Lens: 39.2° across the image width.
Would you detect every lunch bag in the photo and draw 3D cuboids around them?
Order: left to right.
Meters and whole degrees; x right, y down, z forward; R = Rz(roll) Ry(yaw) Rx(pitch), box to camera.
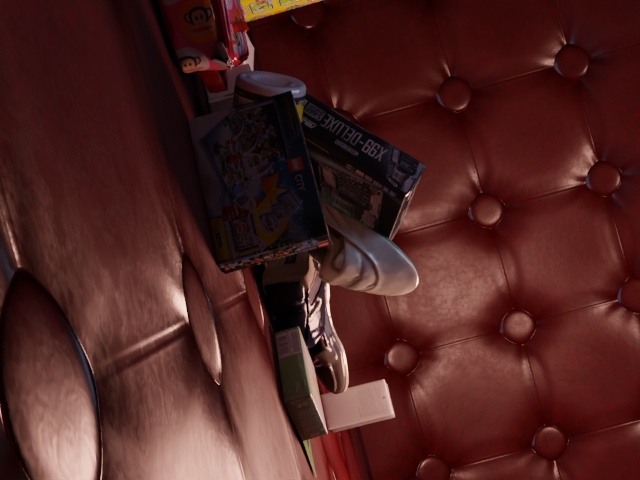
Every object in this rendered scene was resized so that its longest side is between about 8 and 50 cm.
[{"bbox_3d":[-0.186,-0.363,1.425,0.293,0.120,0.258,-92,171,-76],"label":"lunch bag"}]

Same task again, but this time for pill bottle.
[{"bbox_3d":[-0.095,-0.168,1.500,0.119,0.119,0.209,-100,-162,-66],"label":"pill bottle"}]

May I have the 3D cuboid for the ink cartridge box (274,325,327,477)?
[{"bbox_3d":[-0.025,0.300,1.660,0.171,0.056,0.235,-104,175,-50],"label":"ink cartridge box"}]

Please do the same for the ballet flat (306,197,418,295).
[{"bbox_3d":[0.000,0.000,1.657,0.400,0.139,0.139,39,8,-7],"label":"ballet flat"}]

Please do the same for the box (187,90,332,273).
[{"bbox_3d":[-0.088,-0.085,1.278,0.044,0.159,0.233,69,6,-70],"label":"box"}]

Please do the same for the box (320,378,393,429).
[{"bbox_3d":[0.096,0.423,2.288,0.130,0.170,0.091,67,9,-74],"label":"box"}]

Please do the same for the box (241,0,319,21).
[{"bbox_3d":[-0.157,-0.682,2.071,0.177,0.279,0.290,56,20,-83],"label":"box"}]

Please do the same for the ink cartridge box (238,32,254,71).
[{"bbox_3d":[-0.201,-0.387,2.221,0.181,0.056,0.225,19,75,-88],"label":"ink cartridge box"}]

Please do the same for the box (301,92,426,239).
[{"bbox_3d":[0.027,-0.136,1.652,0.307,0.077,0.242,32,-22,8],"label":"box"}]

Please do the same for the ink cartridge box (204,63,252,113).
[{"bbox_3d":[-0.154,-0.257,1.653,0.143,0.092,0.090,66,8,-79],"label":"ink cartridge box"}]

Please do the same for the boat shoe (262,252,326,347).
[{"bbox_3d":[-0.040,0.088,1.807,0.340,0.127,0.158,-64,147,-65],"label":"boat shoe"}]

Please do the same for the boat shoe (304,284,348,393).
[{"bbox_3d":[-0.019,0.217,2.156,0.112,0.095,0.335,-2,-79,56],"label":"boat shoe"}]
